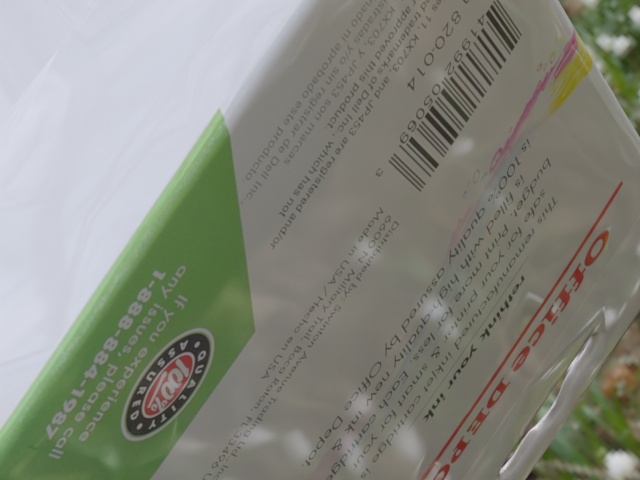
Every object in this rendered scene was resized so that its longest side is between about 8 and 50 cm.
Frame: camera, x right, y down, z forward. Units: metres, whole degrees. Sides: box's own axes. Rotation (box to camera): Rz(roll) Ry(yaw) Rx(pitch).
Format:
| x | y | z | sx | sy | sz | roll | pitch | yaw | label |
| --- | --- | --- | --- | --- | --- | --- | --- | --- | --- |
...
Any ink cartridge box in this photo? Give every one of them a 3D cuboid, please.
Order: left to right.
| x | y | z | sx | sy | sz | roll | pitch | yaw | label |
| --- | --- | --- | --- | --- | --- | --- | --- | --- | --- |
| 0.000 | 0.000 | 0.567 | 0.207 | 0.119 | 0.353 | -55 | -29 | -2 | ink cartridge box |
